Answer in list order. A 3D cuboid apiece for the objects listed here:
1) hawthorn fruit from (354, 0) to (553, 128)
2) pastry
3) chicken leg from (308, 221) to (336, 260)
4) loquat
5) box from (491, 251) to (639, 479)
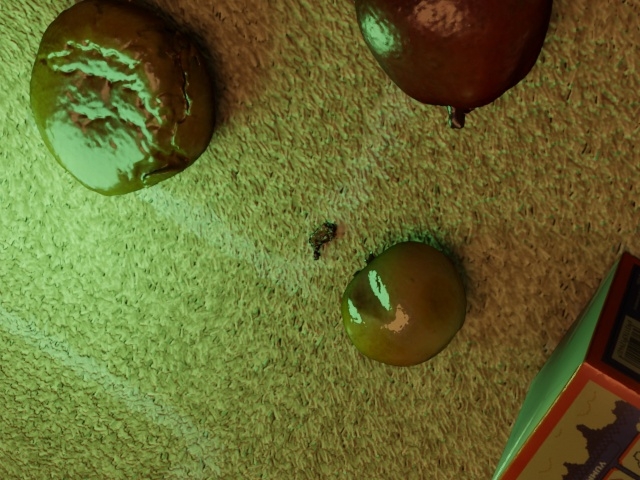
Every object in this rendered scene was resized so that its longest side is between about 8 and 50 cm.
[{"bbox_3d":[0.195,-0.331,1.773,0.295,0.295,0.311,-8,148,27],"label":"hawthorn fruit"},{"bbox_3d":[-0.334,-0.235,2.115,0.356,0.164,0.356,12,123,19],"label":"pastry"},{"bbox_3d":[-0.001,-0.002,2.177,0.036,0.021,0.083,30,125,-5],"label":"chicken leg"},{"bbox_3d":[0.133,0.103,2.070,0.213,0.213,0.213,10,120,19],"label":"loquat"},{"bbox_3d":[0.461,0.264,1.920,0.257,0.348,0.318,30,123,6],"label":"box"}]
